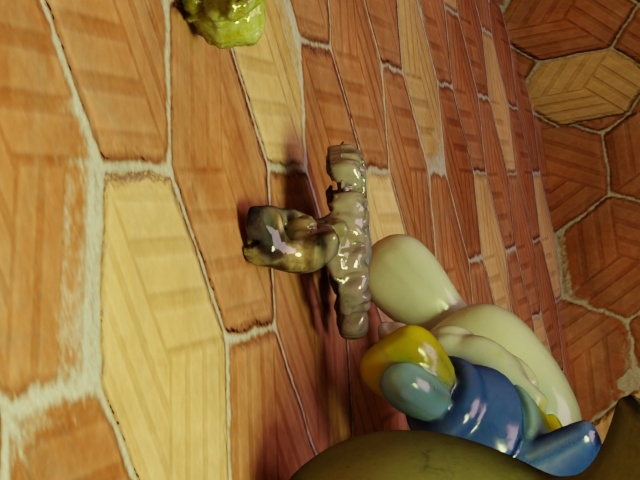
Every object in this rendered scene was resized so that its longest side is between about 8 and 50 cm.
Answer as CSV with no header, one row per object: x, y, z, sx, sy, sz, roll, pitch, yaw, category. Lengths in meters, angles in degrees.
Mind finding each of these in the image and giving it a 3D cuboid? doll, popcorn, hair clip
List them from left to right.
-0.066,-0.176,1.429,0.068,0.059,0.083,41,-13,-14,popcorn
0.007,0.000,1.614,0.300,0.069,0.173,-2,92,-77,hair clip
0.151,0.180,1.779,0.187,0.376,0.365,-57,176,13,doll

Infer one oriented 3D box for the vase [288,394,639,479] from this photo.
0.128,0.293,1.395,0.241,0.302,0.329,22,60,-77,vase
